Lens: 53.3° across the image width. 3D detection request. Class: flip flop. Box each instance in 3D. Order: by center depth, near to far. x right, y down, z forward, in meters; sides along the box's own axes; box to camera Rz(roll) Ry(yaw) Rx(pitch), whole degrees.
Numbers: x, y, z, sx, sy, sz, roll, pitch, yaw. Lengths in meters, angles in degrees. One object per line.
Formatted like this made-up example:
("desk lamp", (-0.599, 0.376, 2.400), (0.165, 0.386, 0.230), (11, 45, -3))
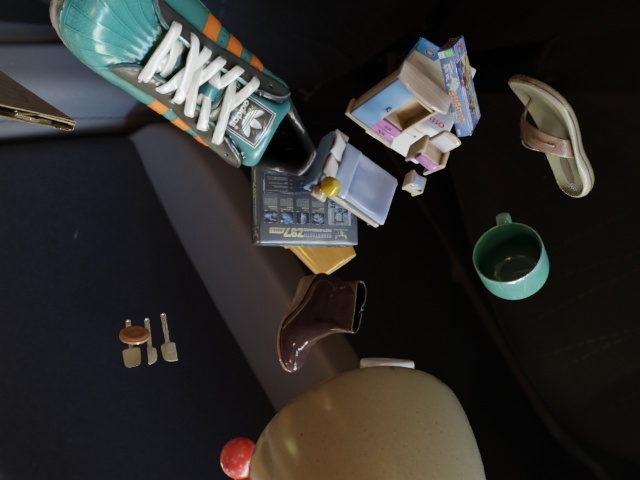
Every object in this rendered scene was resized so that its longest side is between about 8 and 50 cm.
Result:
("flip flop", (0.419, -0.183, 1.181), (0.277, 0.080, 0.112), (57, 173, -27))

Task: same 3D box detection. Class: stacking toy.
("stacking toy", (-0.134, 0.564, 1.508), (0.141, 0.141, 0.330), (16, 148, 35))

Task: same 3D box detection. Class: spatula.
("spatula", (-0.577, 0.328, 2.129), (0.242, 0.168, 0.019), (-119, 25, -50))

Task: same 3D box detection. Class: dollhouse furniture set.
("dollhouse furniture set", (0.162, -0.165, 1.360), (0.286, 0.303, 0.198), (33, 151, -21))

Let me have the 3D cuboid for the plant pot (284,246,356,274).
("plant pot", (0.000, 0.000, 1.860), (0.205, 0.205, 0.188), (-39, 82, 44))

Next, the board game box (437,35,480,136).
("board game box", (0.323, -0.357, 1.471), (0.035, 0.136, 0.201), (-7, 114, 27))

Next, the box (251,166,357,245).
("box", (-0.034, -0.079, 1.391), (0.059, 0.233, 0.183), (163, 106, -65))

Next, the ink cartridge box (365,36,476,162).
("ink cartridge box", (0.256, -0.357, 1.646), (0.171, 0.232, 0.168), (30, 156, -6))

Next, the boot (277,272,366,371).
("boot", (0.001, 0.198, 1.480), (0.207, 0.090, 0.248), (5, 79, 50))

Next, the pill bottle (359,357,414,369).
("pill bottle", (0.133, 0.335, 1.292), (0.112, 0.112, 0.186), (-3, 81, 42))

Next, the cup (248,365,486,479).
("cup", (0.090, 0.368, 0.833), (0.237, 0.331, 0.331), (-121, 30, -58))

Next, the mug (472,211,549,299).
("mug", (0.369, 0.035, 1.206), (0.129, 0.157, 0.097), (19, 158, 39))

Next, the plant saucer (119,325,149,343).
("plant saucer", (-0.524, 0.264, 1.798), (0.083, 0.083, 0.013), (25, 118, 30))

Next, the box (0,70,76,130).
("box", (-0.503, -0.233, 0.977), (0.201, 0.164, 0.021), (33, 102, 16))

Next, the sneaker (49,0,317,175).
("sneaker", (-0.095, -0.141, 0.580), (0.121, 0.302, 0.108), (41, 100, 28))
